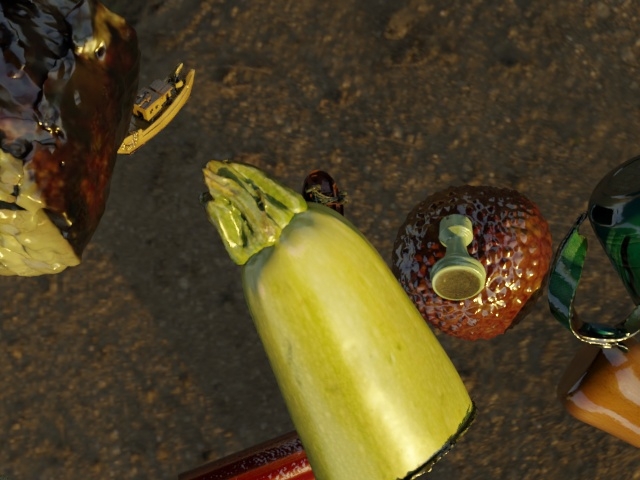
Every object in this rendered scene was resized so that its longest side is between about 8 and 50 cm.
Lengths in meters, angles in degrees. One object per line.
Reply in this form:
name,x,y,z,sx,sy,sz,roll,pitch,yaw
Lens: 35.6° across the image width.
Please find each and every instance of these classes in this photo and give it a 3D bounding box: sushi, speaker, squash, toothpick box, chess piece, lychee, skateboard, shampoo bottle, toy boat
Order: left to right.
sushi,-0.356,-0.128,1.086,0.300,0.281,0.294,3,61,16
toy boat,-0.287,-0.224,1.671,0.064,0.072,0.206,29,62,18
shampoo bottle,-0.026,0.242,1.108,0.260,0.102,0.064,-20,76,-10
skateboard,0.000,0.000,1.083,0.080,0.067,0.151,-37,55,57
squash,0.019,0.057,0.663,0.137,0.137,0.287,-1,125,31
chess piece,0.168,0.016,1.234,0.067,0.067,0.103,-27,38,28
lychee,0.246,0.029,1.608,0.261,0.261,0.260,-2,86,31
speaker,0.148,0.007,0.463,0.094,0.060,0.075,-29,108,13
toothpick box,0.523,0.271,1.532,0.294,0.192,0.192,36,107,4

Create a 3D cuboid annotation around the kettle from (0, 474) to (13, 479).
kettle,-0.354,0.384,0.828,0.318,0.205,0.265,-39,28,6
